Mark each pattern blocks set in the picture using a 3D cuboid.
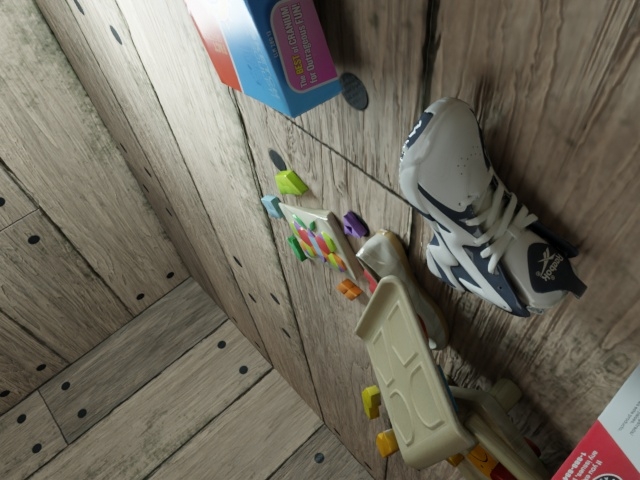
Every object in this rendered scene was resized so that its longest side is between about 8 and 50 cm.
[{"bbox_3d":[0.000,0.000,0.905,0.285,0.026,0.325,57,160,-14],"label":"pattern blocks set"}]

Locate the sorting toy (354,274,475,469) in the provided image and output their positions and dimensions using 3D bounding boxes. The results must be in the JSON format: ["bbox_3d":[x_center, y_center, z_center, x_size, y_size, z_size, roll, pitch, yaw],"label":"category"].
[{"bbox_3d":[0.117,0.213,0.732,0.307,0.041,0.228,105,148,-57],"label":"sorting toy"}]

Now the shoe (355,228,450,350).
[{"bbox_3d":[0.122,0.085,0.738,0.219,0.058,0.077,59,159,-18],"label":"shoe"}]

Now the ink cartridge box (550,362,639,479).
[{"bbox_3d":[0.317,0.201,0.312,0.114,0.197,0.273,57,160,-17],"label":"ink cartridge box"}]

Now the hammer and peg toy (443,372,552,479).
[{"bbox_3d":[0.267,0.313,0.718,0.265,0.127,0.361,54,160,0],"label":"hammer and peg toy"}]

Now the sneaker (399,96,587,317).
[{"bbox_3d":[0.162,-0.011,0.438,0.153,0.094,0.234,33,153,39],"label":"sneaker"}]

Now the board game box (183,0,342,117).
[{"bbox_3d":[-0.107,-0.303,0.509,0.242,0.064,0.316,41,159,53],"label":"board game box"}]
